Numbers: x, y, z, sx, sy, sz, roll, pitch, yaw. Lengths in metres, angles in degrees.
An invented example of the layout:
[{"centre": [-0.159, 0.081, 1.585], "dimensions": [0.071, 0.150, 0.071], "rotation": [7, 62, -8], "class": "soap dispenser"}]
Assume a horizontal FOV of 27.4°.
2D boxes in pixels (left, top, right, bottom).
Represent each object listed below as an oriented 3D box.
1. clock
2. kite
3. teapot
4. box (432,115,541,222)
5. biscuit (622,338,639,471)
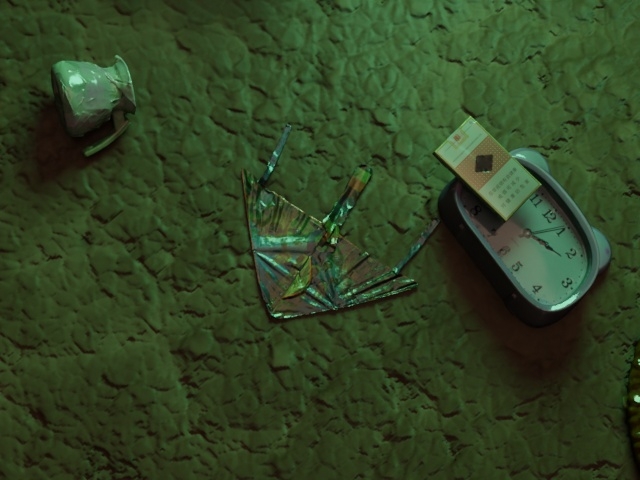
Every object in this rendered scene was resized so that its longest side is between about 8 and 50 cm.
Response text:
[{"centre": [0.181, -0.010, 1.116], "dimensions": [0.110, 0.050, 0.152], "rotation": [-36, 84, -11], "class": "clock"}, {"centre": [0.000, 0.000, 1.118], "dimensions": [0.183, 0.010, 0.160], "rotation": [33, 77, 2], "class": "kite"}, {"centre": [-0.188, -0.115, 1.105], "dimensions": [0.064, 0.064, 0.083], "rotation": [-15, 113, -15], "class": "teapot"}, {"centre": [0.138, -0.059, 1.089], "dimensions": [0.083, 0.012, 0.046], "rotation": [44, 79, 5], "class": "box"}, {"centre": [0.408, 0.149, 1.112], "dimensions": [0.305, 0.038, 0.305], "rotation": [1, 79, -5], "class": "biscuit"}]
